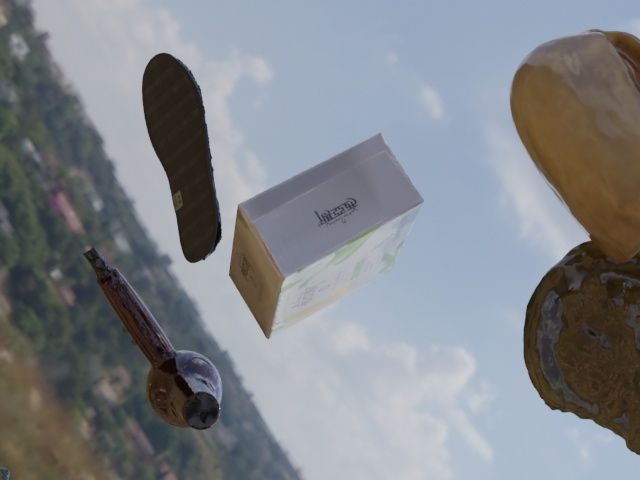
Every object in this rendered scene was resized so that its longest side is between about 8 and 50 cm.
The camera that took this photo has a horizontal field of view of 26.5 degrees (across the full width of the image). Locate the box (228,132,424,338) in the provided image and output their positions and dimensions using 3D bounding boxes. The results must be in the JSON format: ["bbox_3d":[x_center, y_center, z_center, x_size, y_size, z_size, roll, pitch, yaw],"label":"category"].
[{"bbox_3d":[0.000,0.000,1.637,0.111,0.194,0.260,59,-14,12],"label":"box"}]

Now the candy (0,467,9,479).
[{"bbox_3d":[-0.315,0.318,1.107,0.083,0.305,0.091,30,8,25],"label":"candy"}]

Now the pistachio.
[{"bbox_3d":[0.300,-0.100,1.384,0.187,0.187,0.299,65,2,-47],"label":"pistachio"}]

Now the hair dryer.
[{"bbox_3d":[-0.274,0.153,2.161,0.340,0.123,0.312,56,-9,-5],"label":"hair dryer"}]

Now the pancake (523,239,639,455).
[{"bbox_3d":[0.326,0.108,1.393,0.236,0.222,0.042,47,7,7],"label":"pancake"}]

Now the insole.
[{"bbox_3d":[-0.172,-0.108,1.663,0.012,0.110,0.309,15,50,-42],"label":"insole"}]
